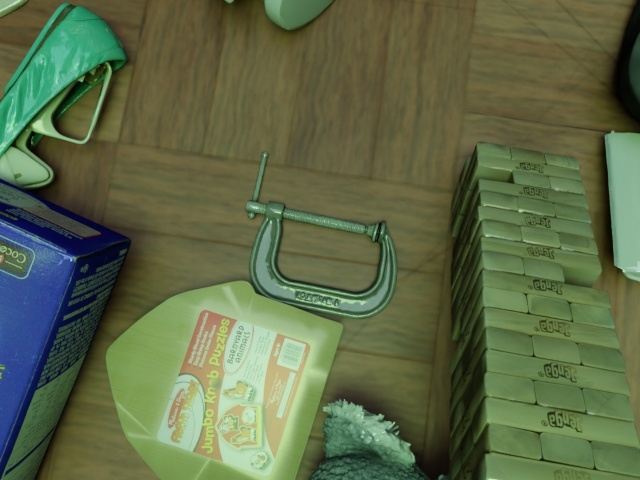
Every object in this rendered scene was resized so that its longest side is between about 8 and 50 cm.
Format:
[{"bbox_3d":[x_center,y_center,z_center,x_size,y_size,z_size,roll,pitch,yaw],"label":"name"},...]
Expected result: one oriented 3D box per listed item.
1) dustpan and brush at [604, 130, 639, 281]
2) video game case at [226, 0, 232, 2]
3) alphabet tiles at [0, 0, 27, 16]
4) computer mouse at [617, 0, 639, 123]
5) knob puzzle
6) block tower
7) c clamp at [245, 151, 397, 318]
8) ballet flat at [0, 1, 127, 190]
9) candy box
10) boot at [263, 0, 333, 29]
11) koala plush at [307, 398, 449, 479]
[{"bbox_3d":[0.372,-0.024,0.583,0.211,0.060,0.147,3,71,6],"label":"dustpan and brush"},{"bbox_3d":[-0.068,-0.319,0.577,0.157,0.019,0.143,-44,58,15],"label":"video game case"},{"bbox_3d":[-0.431,-0.320,0.625,0.284,0.021,0.278,-30,83,-4],"label":"alphabet tiles"},{"bbox_3d":[0.367,-0.193,0.599,0.189,0.072,0.272,29,70,5],"label":"computer mouse"},{"bbox_3d":[-0.097,0.129,0.560,0.213,0.030,0.213,0,83,-1],"label":"knob puzzle"},{"bbox_3d":[0.149,0.056,0.454,0.097,0.091,0.335,9,45,1],"label":"block tower"},{"bbox_3d":[0.000,0.000,0.584,0.161,0.022,0.137,17,82,2],"label":"c clamp"},{"bbox_3d":[-0.266,-0.101,0.569,0.087,0.083,0.247,37,85,-10],"label":"ballet flat"},{"bbox_3d":[-0.338,0.093,0.482,0.268,0.122,0.317,25,97,1],"label":"candy box"},{"bbox_3d":[-0.011,-0.333,0.609,0.123,0.095,0.258,30,80,16],"label":"boot"},{"bbox_3d":[0.081,0.231,0.480,0.221,0.203,0.196,19,86,16],"label":"koala plush"}]
